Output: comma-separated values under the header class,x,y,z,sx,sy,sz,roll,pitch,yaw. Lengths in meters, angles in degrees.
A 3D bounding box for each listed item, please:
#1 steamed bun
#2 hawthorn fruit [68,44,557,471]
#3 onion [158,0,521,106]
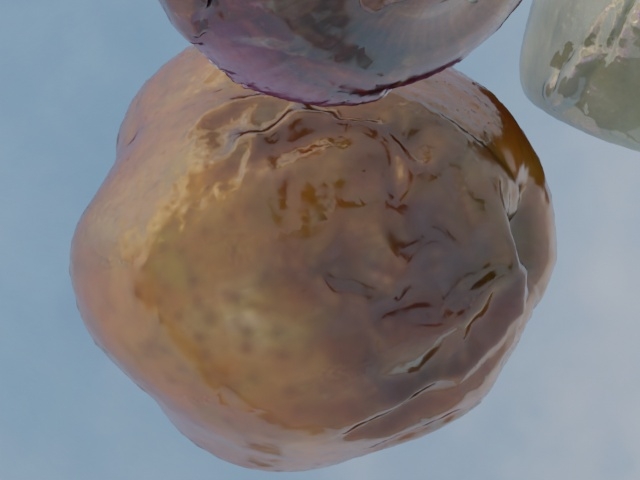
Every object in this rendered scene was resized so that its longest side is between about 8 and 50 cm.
class,x,y,z,sx,sy,sz,roll,pitch,yaw
steamed bun,0.370,-0.233,1.466,0.236,0.383,0.247,3,-67,-27
hawthorn fruit,0.000,0.000,1.221,0.472,0.472,0.472,-1,-88,-25
onion,0.025,-0.155,0.579,0.230,0.163,0.230,-13,-44,-13
